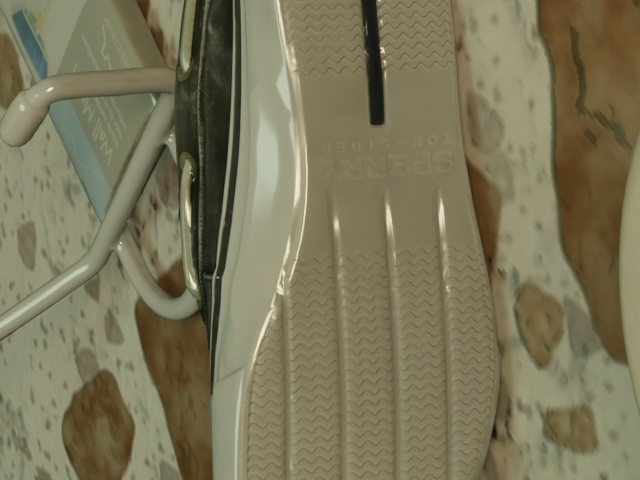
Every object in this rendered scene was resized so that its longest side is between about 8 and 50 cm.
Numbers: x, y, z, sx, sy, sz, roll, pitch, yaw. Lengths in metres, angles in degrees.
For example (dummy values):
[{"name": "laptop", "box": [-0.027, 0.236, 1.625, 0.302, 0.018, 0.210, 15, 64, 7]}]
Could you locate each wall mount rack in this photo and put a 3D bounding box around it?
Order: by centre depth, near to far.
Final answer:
[{"name": "wall mount rack", "box": [-0.194, -0.075, 1.066, 0.350, 0.130, 0.304, 64, 145, 25]}]

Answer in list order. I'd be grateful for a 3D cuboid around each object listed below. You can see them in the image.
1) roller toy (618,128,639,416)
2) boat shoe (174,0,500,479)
[{"name": "roller toy", "box": [0.180, 0.018, 0.492, 0.209, 0.146, 0.191, -138, 43, -57]}, {"name": "boat shoe", "box": [0.000, 0.000, 0.820, 0.119, 0.121, 0.335, -178, 90, -65]}]
